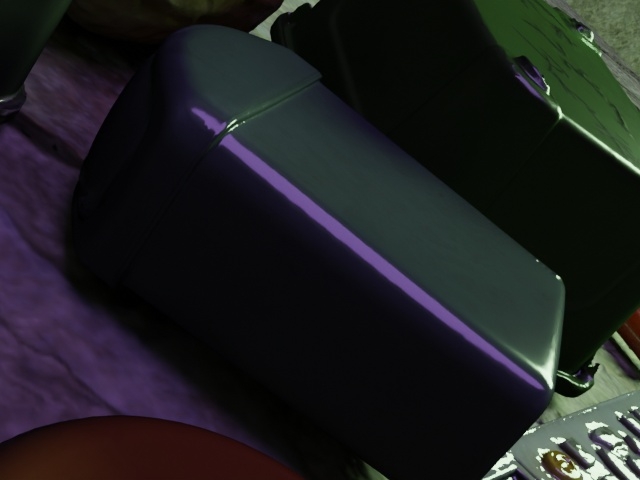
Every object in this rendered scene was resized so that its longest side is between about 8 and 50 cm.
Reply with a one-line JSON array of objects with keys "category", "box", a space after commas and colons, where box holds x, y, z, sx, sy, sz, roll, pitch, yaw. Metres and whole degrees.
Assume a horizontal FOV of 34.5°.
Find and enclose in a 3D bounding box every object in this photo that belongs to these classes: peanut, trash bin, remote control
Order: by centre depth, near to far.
[{"category": "trash bin", "box": [0.000, 0.000, 0.497, 0.236, 0.101, 0.176, 37, 21, 2]}, {"category": "remote control", "box": [0.164, 0.152, 0.581, 0.109, 0.055, 0.313, 44, 26, 28]}, {"category": "peanut", "box": [-0.095, -0.188, 0.660, 0.129, 0.129, 0.224, 48, 18, 13]}]

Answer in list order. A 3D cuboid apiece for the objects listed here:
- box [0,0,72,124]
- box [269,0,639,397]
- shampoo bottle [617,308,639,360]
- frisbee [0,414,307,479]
[{"category": "box", "box": [-0.194, -0.205, 0.473, 0.274, 0.178, 0.138, 53, 26, 21]}, {"category": "box", "box": [0.112, -0.082, 0.732, 0.253, 0.178, 0.328, 26, 28, -29]}, {"category": "shampoo bottle", "box": [0.238, 0.021, 0.903, 0.108, 0.051, 0.221, 11, 38, -54]}, {"category": "frisbee", "box": [-0.022, 0.156, 0.327, 0.251, 0.021, 0.250, 35, 25, -19]}]
